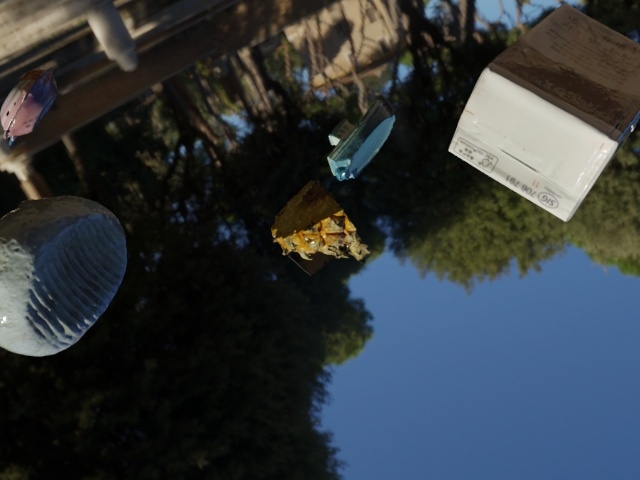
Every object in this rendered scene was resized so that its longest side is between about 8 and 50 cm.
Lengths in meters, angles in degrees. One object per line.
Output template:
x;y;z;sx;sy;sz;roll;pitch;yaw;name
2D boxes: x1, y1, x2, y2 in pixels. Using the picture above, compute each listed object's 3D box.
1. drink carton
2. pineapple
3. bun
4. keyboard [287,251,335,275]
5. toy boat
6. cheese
0.241;-0.135;0.753;0.134;0.102;0.222;33;-135;17;drink carton
-0.002;-0.002;1.420;0.140;0.164;0.250;-39;-152;-1;pineapple
-0.577;0.062;1.628;0.211;0.362;0.362;19;-138;26;bun
0.007;0.014;1.713;0.196;0.074;0.015;-38;169;-46;keyboard
0.073;-0.226;1.631;0.102;0.088;0.215;33;-106;23;toy boat
-0.636;-0.283;1.668;0.189;0.074;0.286;-61;-164;-23;cheese
